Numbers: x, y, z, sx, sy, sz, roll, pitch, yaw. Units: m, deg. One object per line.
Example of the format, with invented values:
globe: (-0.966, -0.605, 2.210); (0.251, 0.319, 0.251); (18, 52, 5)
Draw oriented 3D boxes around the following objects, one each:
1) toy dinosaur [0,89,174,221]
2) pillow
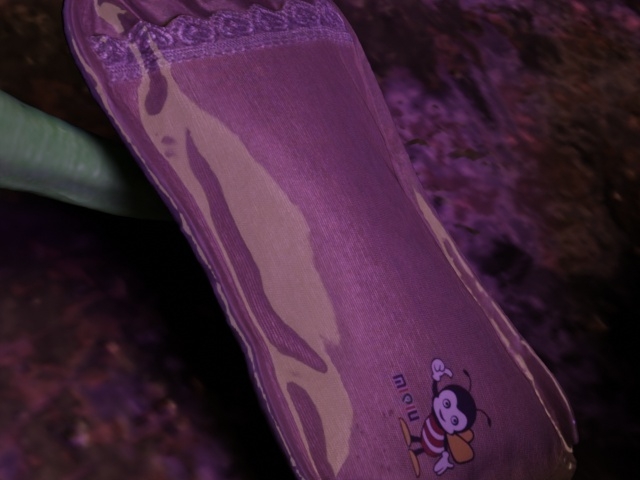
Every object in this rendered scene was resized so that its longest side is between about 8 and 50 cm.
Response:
toy dinosaur: (-0.265, -0.141, 0.577); (0.500, 0.144, 0.374); (3, 47, -44)
pillow: (0.000, 0.000, 0.586); (0.130, 0.033, 0.217); (-12, 70, -45)
